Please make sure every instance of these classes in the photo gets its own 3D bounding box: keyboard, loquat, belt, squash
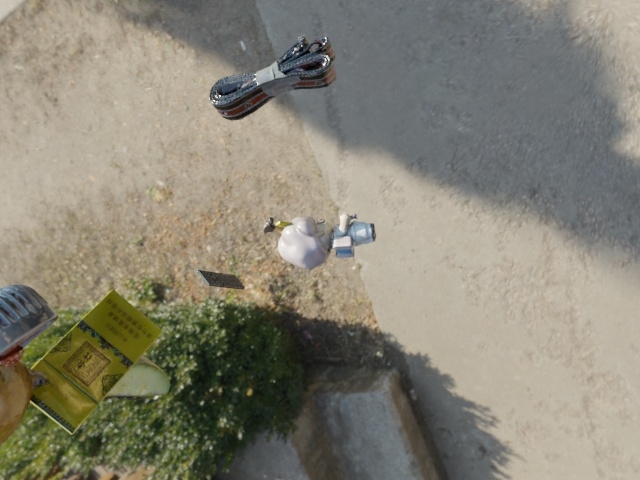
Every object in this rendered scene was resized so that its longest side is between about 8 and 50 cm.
[{"bbox_3d":[-0.292,0.118,1.516,0.013,0.204,0.061,-47,70,8],"label":"keyboard"},{"bbox_3d":[-0.611,0.271,0.898,0.213,0.246,0.214,9,103,45],"label":"loquat"},{"bbox_3d":[-0.127,-0.427,1.367,0.359,0.094,0.126,-22,74,10],"label":"belt"},{"bbox_3d":[-0.502,0.323,1.288,0.252,0.169,0.094,4,86,55],"label":"squash"}]

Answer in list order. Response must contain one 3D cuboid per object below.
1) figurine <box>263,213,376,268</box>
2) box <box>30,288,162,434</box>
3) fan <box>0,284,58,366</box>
[{"bbox_3d":[0.000,0.000,1.040,0.228,0.137,0.112,-7,75,6],"label":"figurine"},{"bbox_3d":[-0.494,0.255,1.109,0.153,0.279,0.041,43,142,-8],"label":"box"},{"bbox_3d":[-0.378,0.129,0.511,0.130,0.244,0.074,-34,98,28],"label":"fan"}]
